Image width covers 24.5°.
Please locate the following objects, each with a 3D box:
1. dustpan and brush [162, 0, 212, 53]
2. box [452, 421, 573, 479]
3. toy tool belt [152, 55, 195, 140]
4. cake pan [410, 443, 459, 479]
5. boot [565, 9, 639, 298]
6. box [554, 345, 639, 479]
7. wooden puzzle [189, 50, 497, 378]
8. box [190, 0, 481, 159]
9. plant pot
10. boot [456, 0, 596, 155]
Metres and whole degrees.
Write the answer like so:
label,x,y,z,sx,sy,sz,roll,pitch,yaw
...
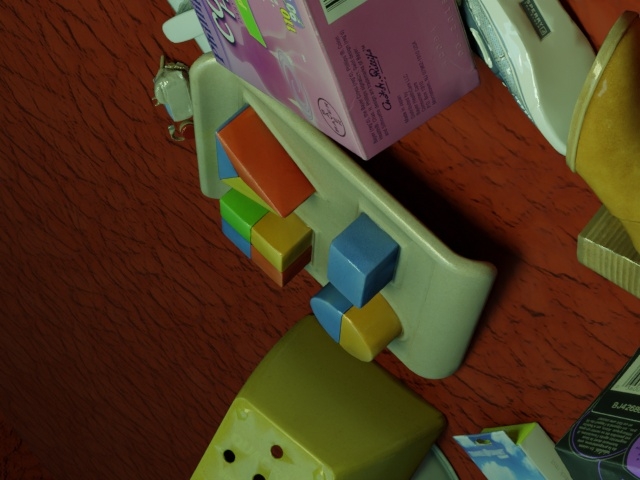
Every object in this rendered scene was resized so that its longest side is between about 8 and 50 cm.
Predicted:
label,x,y,z,sx,sy,sz,roll,pitch,yaw
dustpan and brush,-0.106,-0.213,1.391,0.147,0.060,0.211,55,152,-17
box,0.234,0.262,1.587,0.178,0.042,0.109,50,153,-9
toy tool belt,-0.152,-0.153,1.571,0.051,0.052,0.083,-116,7,-52
cake pan,0.054,0.276,1.861,0.293,0.054,0.293,34,152,21
boot,0.290,-0.026,1.053,0.211,0.104,0.295,26,153,25
box,0.350,0.239,1.269,0.165,0.143,0.270,8,136,54
wooden puzzle,0.000,0.000,1.471,0.348,0.080,0.322,39,161,13
box,-0.016,-0.214,1.133,0.243,0.117,0.213,39,158,49
plant pot,-0.024,0.244,1.676,0.212,0.187,0.212,37,117,17
boot,0.148,-0.149,1.118,0.086,0.069,0.190,5,125,63
